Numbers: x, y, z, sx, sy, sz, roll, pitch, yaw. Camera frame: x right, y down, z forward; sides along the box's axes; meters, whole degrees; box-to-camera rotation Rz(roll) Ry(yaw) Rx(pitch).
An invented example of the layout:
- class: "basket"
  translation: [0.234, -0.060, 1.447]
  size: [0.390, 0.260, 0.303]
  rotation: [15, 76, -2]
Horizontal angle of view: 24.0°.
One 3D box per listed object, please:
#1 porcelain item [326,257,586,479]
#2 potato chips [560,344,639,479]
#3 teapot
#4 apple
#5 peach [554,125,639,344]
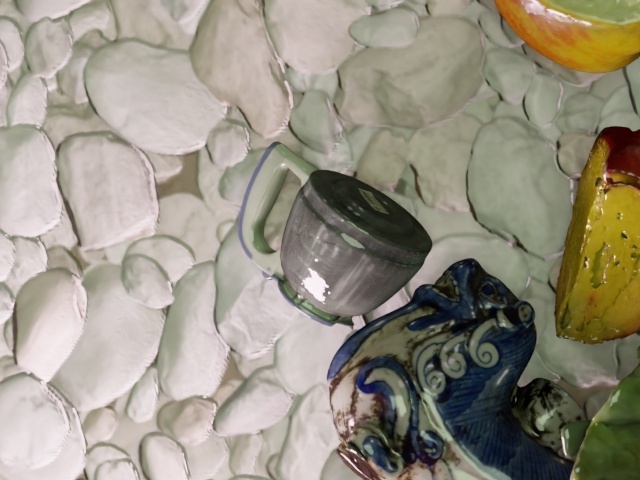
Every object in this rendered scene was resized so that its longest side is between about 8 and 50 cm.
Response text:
- class: "porcelain item"
  translation: [0.138, 0.165, 1.169]
  size: [0.186, 0.138, 0.288]
  rotation: [-42, 85, -13]
- class: "potato chips"
  translation: [0.317, 0.236, 1.096]
  size: [0.389, 0.097, 0.373]
  rotation: [-23, 108, -21]
- class: "teapot"
  translation: [0.001, 0.004, 1.171]
  size: [0.149, 0.111, 0.108]
  rotation: [30, 108, -4]
- class: "apple"
  translation: [0.212, -0.225, 1.119]
  size: [0.195, 0.160, 0.173]
  rotation: [-41, 94, 2]
- class: "peach"
  translation: [0.238, -0.002, 1.146]
  size: [0.092, 0.127, 0.172]
  rotation: [9, 98, 0]
